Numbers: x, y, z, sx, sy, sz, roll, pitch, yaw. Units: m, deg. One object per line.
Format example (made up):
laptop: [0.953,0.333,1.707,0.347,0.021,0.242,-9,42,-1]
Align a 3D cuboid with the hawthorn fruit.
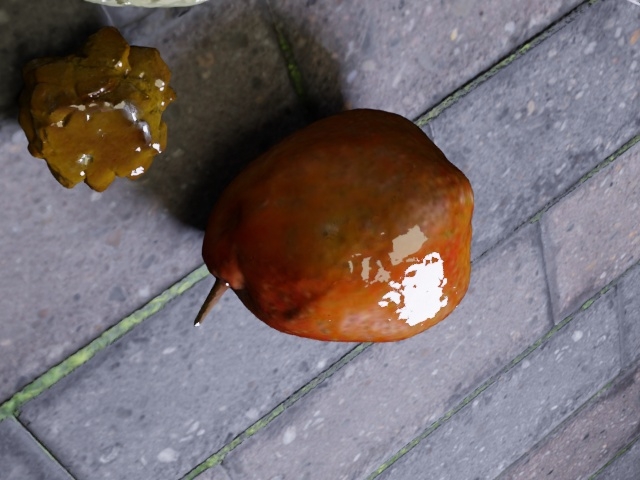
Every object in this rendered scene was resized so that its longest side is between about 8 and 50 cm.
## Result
hawthorn fruit: [0.000,0.000,0.783,0.262,0.210,0.211,-19,130,-18]

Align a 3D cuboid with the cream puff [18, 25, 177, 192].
cream puff: [-0.166,-0.100,0.660,0.116,0.094,0.122,22,128,-42]

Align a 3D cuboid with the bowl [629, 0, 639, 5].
bowl: [0.298,-0.367,0.795,0.287,0.144,0.287,-21,130,-26]

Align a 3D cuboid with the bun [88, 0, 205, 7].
bun: [-0.120,-0.275,0.520,0.259,0.152,0.259,-12,126,-17]
